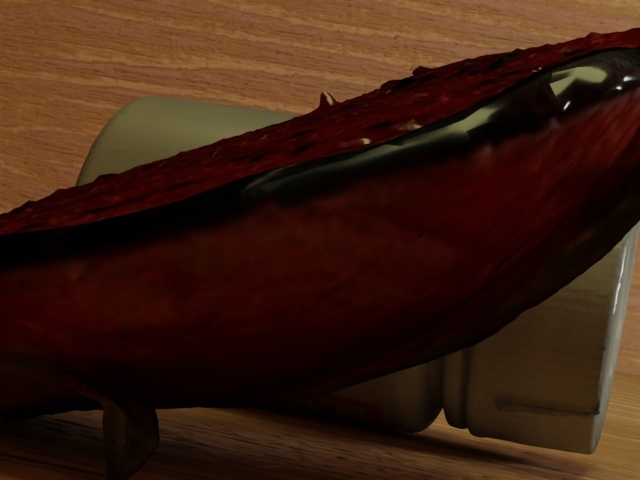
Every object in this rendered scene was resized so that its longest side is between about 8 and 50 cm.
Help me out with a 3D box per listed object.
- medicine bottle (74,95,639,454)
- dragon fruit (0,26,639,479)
[{"bbox_3d":[0.018,0.015,0.682,0.252,0.144,0.144,7,-2,16],"label":"medicine bottle"},{"bbox_3d":[0.000,0.000,0.475,0.343,0.100,0.282,-19,4,-27],"label":"dragon fruit"}]
